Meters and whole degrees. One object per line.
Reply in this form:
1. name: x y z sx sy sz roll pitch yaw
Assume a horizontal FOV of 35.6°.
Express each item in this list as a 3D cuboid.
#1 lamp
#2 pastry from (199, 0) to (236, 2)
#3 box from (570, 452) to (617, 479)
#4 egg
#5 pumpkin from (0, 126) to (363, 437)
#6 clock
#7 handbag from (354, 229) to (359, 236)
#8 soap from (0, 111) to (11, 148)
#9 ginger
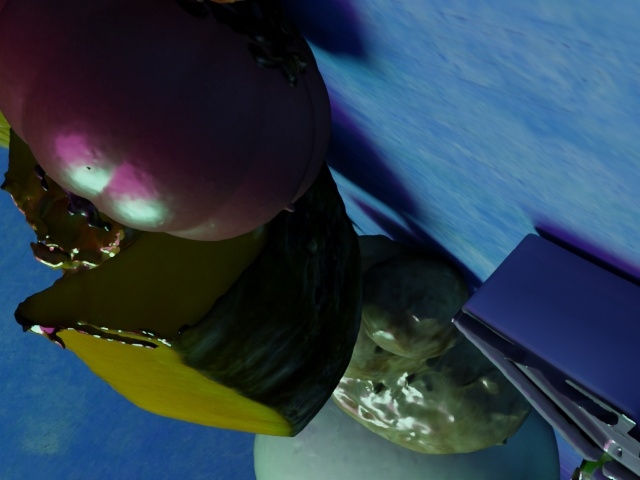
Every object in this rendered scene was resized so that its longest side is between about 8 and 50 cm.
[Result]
1. lamp: -0.083 -0.074 0.507 0.182 0.140 0.182 32 -152 -19
2. pastry: -0.080 -0.153 0.399 0.140 0.056 0.080 35 -174 -26
3. box: 0.326 0.284 0.726 0.345 0.097 0.134 49 167 50
4. egg: 0.133 0.274 1.230 0.354 0.354 0.340 41 160 -20
5. pumpkin: -0.102 0.002 0.811 0.225 0.256 0.303 67 -172 -56
6. clock: 0.178 0.092 0.551 0.193 0.073 0.145 43 175 -36
7. handbag: 0.000 0.000 1.210 0.139 0.072 0.115 24 153 -30
8. soap: -0.299 -0.171 1.184 0.281 0.143 0.259 9 169 41
9. ginger: 0.077 0.099 0.990 0.245 0.155 0.304 16 158 33
